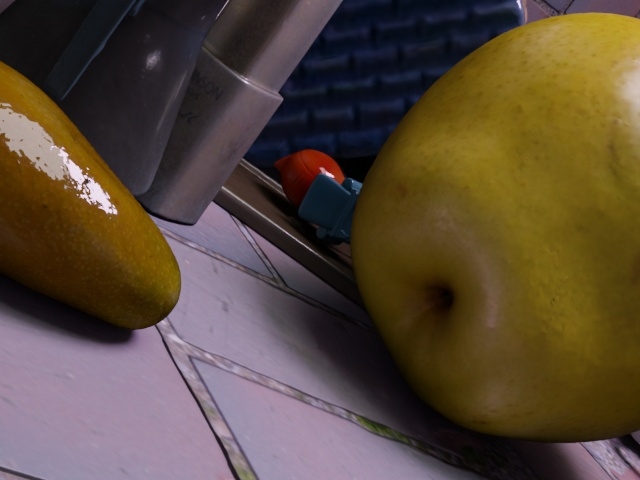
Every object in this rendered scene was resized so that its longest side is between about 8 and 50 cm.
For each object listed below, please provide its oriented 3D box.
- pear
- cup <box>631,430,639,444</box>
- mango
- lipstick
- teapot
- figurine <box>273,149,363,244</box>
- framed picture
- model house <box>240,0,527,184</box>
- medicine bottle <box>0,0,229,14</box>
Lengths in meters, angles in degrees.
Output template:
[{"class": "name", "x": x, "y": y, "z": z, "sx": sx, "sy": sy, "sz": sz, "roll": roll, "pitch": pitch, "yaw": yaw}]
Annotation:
[{"class": "pear", "x": 0.214, "y": -0.009, "z": 1.120, "sx": 0.418, "sy": 0.362, "sz": 0.362, "roll": -24, "pitch": 56, "yaw": -38}, {"class": "cup", "x": 0.459, "y": 0.180, "z": 1.441, "sx": 0.257, "sy": 0.219, "sz": 0.289, "roll": 23, "pitch": 30, "yaw": 30}, {"class": "mango", "x": -0.170, "y": -0.027, "z": 0.763, "sx": 0.227, "sy": 0.099, "sz": 0.136, "roll": 42, "pitch": 3, "yaw": -19}, {"class": "lipstick", "x": -0.070, "y": -0.137, "z": 1.062, "sx": 0.079, "sy": 0.253, "sz": 0.077, "roll": 41, "pitch": 12, "yaw": 26}, {"class": "teapot", "x": -0.152, "y": -0.149, "z": 0.940, "sx": 0.171, "sy": 0.225, "sz": 0.203, "roll": 34, "pitch": 12, "yaw": -7}, {"class": "figurine", "x": 0.005, "y": -0.044, "z": 1.303, "sx": 0.075, "sy": 0.068, "sz": 0.140, "roll": 19, "pitch": 14, "yaw": -47}, {"class": "framed picture", "x": -0.001, "y": 0.001, "z": 1.303, "sx": 0.265, "sy": 0.018, "sz": 0.192, "roll": 35, "pitch": 12, "yaw": -4}, {"class": "model house", "x": 0.064, "y": -0.206, "z": 1.512, "sx": 0.445, "sy": 0.395, "sz": 0.400, "roll": 58, "pitch": 25, "yaw": -64}, {"class": "medicine bottle", "x": -0.201, "y": -0.197, "z": 1.123, "sx": 0.293, "sy": 0.170, "sz": 0.170, "roll": 24, "pitch": 18, "yaw": -43}]
